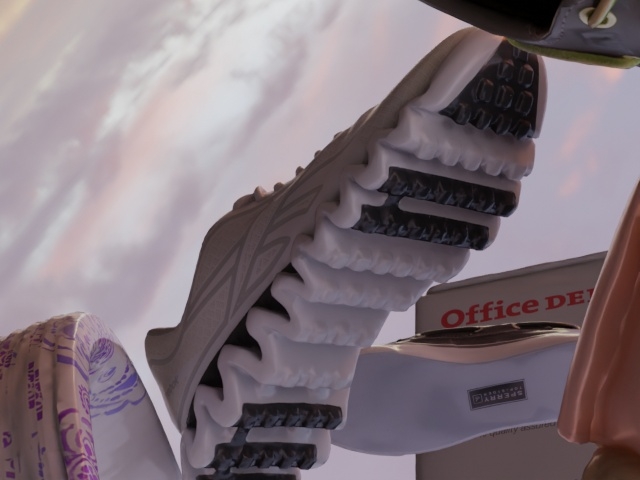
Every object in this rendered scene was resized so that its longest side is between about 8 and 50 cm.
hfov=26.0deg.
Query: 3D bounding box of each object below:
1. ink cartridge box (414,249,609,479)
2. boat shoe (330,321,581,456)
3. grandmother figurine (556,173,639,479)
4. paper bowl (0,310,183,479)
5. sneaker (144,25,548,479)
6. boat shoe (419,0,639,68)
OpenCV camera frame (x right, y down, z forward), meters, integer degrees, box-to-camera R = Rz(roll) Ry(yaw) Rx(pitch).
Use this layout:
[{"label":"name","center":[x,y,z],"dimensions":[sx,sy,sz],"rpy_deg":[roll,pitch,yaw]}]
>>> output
[{"label":"ink cartridge box","center":[0.247,0.221,1.371],"dimensions":[0.279,0.160,0.385],"rpy_deg":[-11,-129,19]},{"label":"boat shoe","center":[0.094,0.094,0.979],"dimensions":[0.228,0.080,0.076],"rpy_deg":[-10,-165,-2]},{"label":"grandmother figurine","center":[0.183,-0.042,0.654],"dimensions":[0.208,0.104,0.343],"rpy_deg":[-60,156,-75]},{"label":"paper bowl","center":[-0.130,0.187,0.633],"dimensions":[0.148,0.284,0.284],"rpy_deg":[-19,-161,-1]},{"label":"sneaker","center":[0.000,0.000,0.715],"dimensions":[0.292,0.110,0.118],"rpy_deg":[-53,-133,20]},{"label":"boat shoe","center":[0.094,-0.103,0.436],"dimensions":[0.091,0.109,0.305],"rpy_deg":[-25,-143,-32]}]
